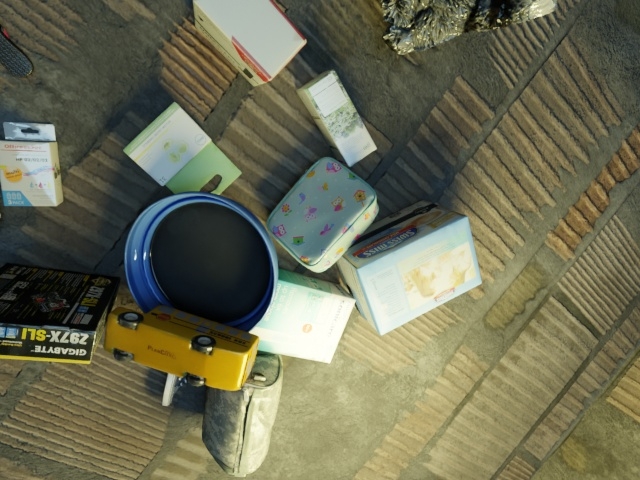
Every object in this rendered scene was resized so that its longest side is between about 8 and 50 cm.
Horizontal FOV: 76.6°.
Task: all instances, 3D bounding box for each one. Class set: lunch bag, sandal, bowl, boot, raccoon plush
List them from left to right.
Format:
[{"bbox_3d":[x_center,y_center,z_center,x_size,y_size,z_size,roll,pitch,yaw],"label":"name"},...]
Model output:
[{"bbox_3d":[-0.686,-0.426,0.845,0.067,0.040,0.179,-33,127,-1],"label":"sandal"},{"bbox_3d":[-0.393,0.388,1.159,0.086,0.069,0.189,13,100,-18],"label":"boot"},{"bbox_3d":[-0.292,0.069,1.017,0.392,0.077,0.390,2,104,8],"label":"bowl"},{"bbox_3d":[-0.213,0.450,1.135,0.213,0.256,0.304,7,103,-20],"label":"lunch bag"},{"bbox_3d":[0.005,-0.075,1.086,0.279,0.224,0.108,-48,157,-2],"label":"lunch bag"},{"bbox_3d":[0.285,-0.637,0.920,0.299,0.447,0.216,63,38,-36],"label":"raccoon plush"}]

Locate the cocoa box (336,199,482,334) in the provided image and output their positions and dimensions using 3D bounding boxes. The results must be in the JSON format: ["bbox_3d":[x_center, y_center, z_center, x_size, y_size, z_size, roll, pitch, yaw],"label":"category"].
[{"bbox_3d":[0.246,0.068,1.188,0.347,0.228,0.231,-25,112,-10],"label":"cocoa box"}]

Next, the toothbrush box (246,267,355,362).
[{"bbox_3d":[-0.080,0.212,1.181,0.296,0.126,0.216,18,99,-23],"label":"toothbrush box"}]

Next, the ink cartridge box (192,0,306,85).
[{"bbox_3d":[-0.164,-0.452,0.879,0.114,0.273,0.197,-47,114,3],"label":"ink cartridge box"}]

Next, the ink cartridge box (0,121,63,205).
[{"bbox_3d":[-0.655,-0.171,0.912,0.105,0.061,0.181,-2,106,-18],"label":"ink cartridge box"}]

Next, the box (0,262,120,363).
[{"bbox_3d":[-0.603,0.146,0.882,0.257,0.322,0.079,12,100,-22],"label":"box"}]

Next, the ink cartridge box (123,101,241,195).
[{"bbox_3d":[-0.336,-0.197,1.016,0.171,0.056,0.235,-44,112,-2],"label":"ink cartridge box"}]

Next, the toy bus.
[{"bbox_3d":[-0.326,0.242,0.957,0.333,0.130,0.108,17,107,4],"label":"toy bus"}]

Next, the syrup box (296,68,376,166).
[{"bbox_3d":[0.044,-0.320,1.079,0.093,0.096,0.236,-36,114,-3],"label":"syrup box"}]
